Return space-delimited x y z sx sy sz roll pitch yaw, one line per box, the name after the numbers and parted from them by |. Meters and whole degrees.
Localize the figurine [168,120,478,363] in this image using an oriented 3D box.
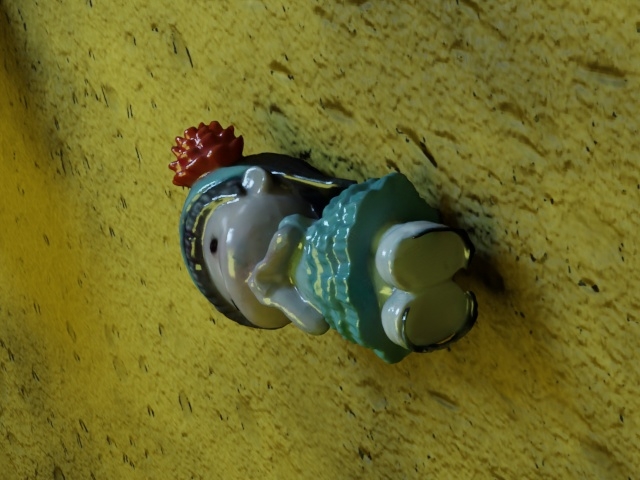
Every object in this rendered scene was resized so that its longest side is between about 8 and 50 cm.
0.000 0.000 1.169 0.245 0.110 0.138 13 114 52 | figurine
